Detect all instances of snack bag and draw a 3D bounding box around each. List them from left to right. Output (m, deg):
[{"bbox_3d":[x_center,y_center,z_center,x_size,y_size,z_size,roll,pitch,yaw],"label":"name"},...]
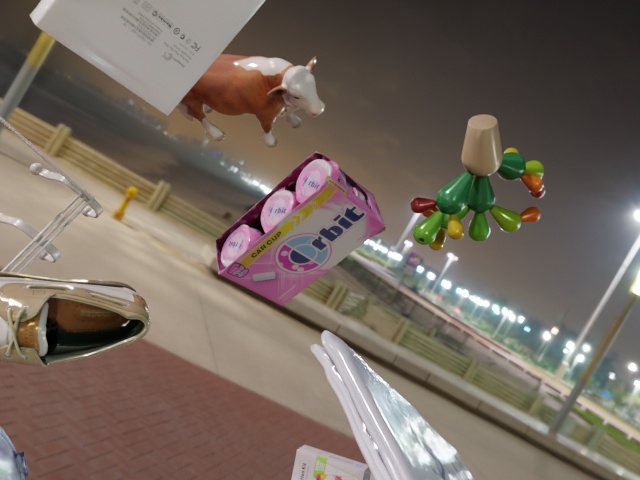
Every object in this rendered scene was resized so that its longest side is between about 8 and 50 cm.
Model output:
[{"bbox_3d":[0.129,0.264,0.521,0.323,0.037,0.342,50,7,-45],"label":"snack bag"}]

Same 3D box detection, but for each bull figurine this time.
[{"bbox_3d":[-0.125,-0.247,1.099,0.310,0.101,0.188,16,-27,16],"label":"bull figurine"}]

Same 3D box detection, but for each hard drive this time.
[{"bbox_3d":[-0.161,-0.320,0.768,0.203,0.307,0.040,33,12,-50],"label":"hard drive"}]

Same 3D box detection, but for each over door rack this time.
[{"bbox_3d":[-0.536,-0.081,1.007,0.108,0.239,0.324,-7,-50,46],"label":"over door rack"}]

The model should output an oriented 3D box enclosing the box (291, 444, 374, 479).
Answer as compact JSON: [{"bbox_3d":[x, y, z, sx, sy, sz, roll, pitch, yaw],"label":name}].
[{"bbox_3d":[0.036,0.458,1.135,0.186,0.145,0.038,12,2,22],"label":"box"}]

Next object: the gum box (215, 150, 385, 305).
[{"bbox_3d":[-0.023,-0.012,0.781,0.107,0.188,0.062,33,29,-38],"label":"gum box"}]

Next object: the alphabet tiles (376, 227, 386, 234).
[{"bbox_3d":[0.000,0.000,1.182,0.009,0.237,0.198,62,7,-17],"label":"alphabet tiles"}]

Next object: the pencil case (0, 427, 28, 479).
[{"bbox_3d":[-0.426,0.255,0.602,0.113,0.273,0.124,82,-12,-84],"label":"pencil case"}]

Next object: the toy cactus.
[{"bbox_3d":[0.204,-0.080,0.832,0.112,0.219,0.180,-123,-162,-48],"label":"toy cactus"}]

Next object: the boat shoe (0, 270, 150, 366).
[{"bbox_3d":[-0.368,0.100,0.819,0.302,0.113,0.103,-5,13,-30],"label":"boat shoe"}]
